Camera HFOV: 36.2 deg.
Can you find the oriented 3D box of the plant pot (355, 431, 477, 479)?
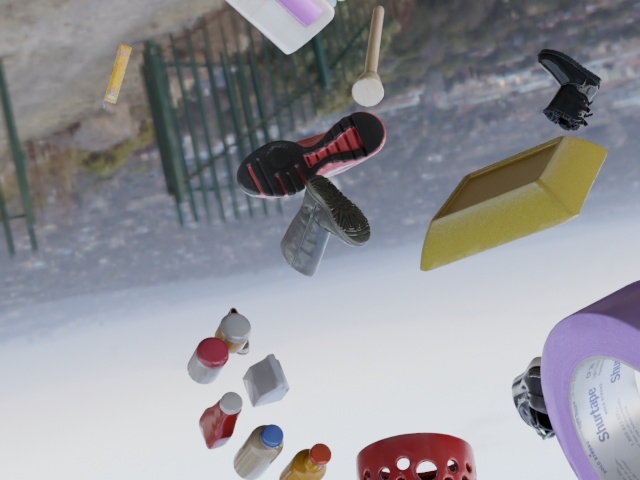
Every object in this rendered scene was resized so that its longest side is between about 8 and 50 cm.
[{"bbox_3d":[0.156,0.411,1.522,0.191,0.174,0.191,-3,145,-2],"label":"plant pot"}]

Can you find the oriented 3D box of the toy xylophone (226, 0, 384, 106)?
[{"bbox_3d":[-0.006,-0.264,0.898,0.236,0.322,0.081,35,127,-24],"label":"toy xylophone"}]

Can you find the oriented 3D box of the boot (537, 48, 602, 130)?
[{"bbox_3d":[0.382,-0.236,1.550,0.121,0.099,0.045,31,163,-1],"label":"boot"}]

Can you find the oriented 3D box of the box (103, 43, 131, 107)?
[{"bbox_3d":[-0.421,-0.338,2.025,0.028,0.136,0.081,14,-173,-13],"label":"box"}]

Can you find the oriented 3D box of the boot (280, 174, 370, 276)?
[{"bbox_3d":[0.002,0.000,1.879,0.076,0.189,0.208,-10,141,-36],"label":"boot"}]

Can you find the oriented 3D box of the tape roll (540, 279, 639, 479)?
[{"bbox_3d":[0.331,0.177,0.921,0.090,0.275,0.275,-23,-177,-20],"label":"tape roll"}]

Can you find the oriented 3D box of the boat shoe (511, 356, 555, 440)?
[{"bbox_3d":[0.253,0.194,1.130,0.075,0.065,0.206,16,158,13],"label":"boat shoe"}]

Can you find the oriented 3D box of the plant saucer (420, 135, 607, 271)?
[{"bbox_3d":[0.362,-0.090,1.896,0.333,0.081,0.333,-22,-166,34],"label":"plant saucer"}]

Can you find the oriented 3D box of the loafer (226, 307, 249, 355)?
[{"bbox_3d":[-0.183,0.196,2.130,0.045,0.039,0.125,-2,-144,-20],"label":"loafer"}]

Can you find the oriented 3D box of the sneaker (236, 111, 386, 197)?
[{"bbox_3d":[-0.013,-0.155,1.984,0.314,0.116,0.136,-20,172,1],"label":"sneaker"}]

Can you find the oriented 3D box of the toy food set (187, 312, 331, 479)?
[{"bbox_3d":[-0.077,0.178,1.116,0.111,0.232,0.104,-9,152,-27],"label":"toy food set"}]
